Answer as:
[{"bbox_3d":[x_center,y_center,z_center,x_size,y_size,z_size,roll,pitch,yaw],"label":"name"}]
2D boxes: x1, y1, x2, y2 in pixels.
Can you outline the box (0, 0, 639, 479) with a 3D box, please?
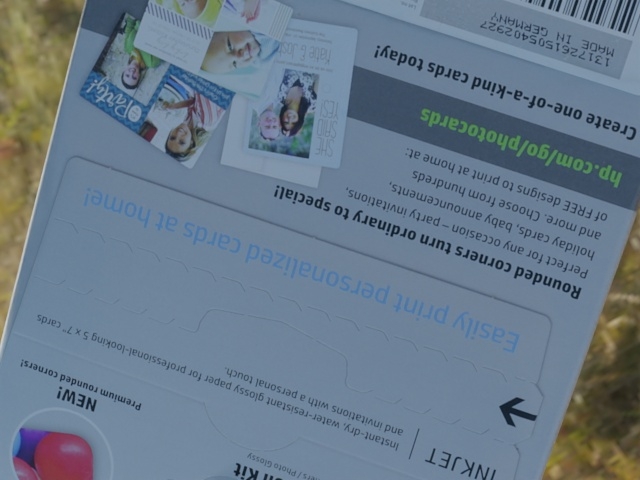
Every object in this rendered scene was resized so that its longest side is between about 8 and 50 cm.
[{"bbox_3d":[0.000,0.000,0.407,0.145,0.038,0.186,19,105,9],"label":"box"}]
